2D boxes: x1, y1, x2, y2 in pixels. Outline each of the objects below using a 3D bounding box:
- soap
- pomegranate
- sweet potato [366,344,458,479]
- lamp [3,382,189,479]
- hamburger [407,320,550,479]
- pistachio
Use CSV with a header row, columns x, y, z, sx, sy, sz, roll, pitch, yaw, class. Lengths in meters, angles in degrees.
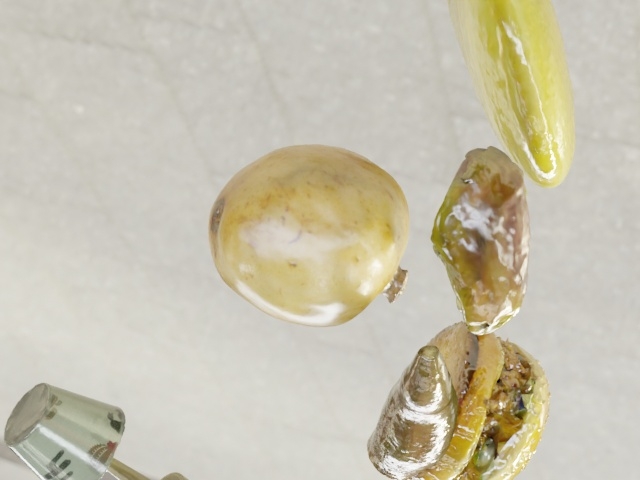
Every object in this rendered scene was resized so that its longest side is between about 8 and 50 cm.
x,y,z,sx,sy,sz,roll,pitch,yaw,class
0.221,-0.235,2.006,0.115,0.427,0.306,-11,115,2,soap
0.000,0.000,1.569,0.196,0.196,0.196,17,156,8,pomegranate
0.094,0.159,1.574,0.077,0.077,0.244,20,150,-1,sweet potato
-0.243,0.245,1.907,0.214,0.121,0.121,39,150,-27,lamp
0.149,0.186,1.758,0.118,0.191,0.182,28,-176,-14,hamburger
0.143,0.004,1.520,0.089,0.173,0.049,-3,-169,-5,pistachio
